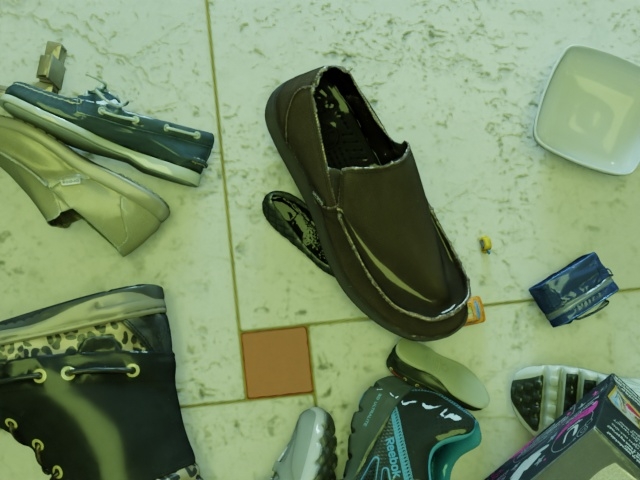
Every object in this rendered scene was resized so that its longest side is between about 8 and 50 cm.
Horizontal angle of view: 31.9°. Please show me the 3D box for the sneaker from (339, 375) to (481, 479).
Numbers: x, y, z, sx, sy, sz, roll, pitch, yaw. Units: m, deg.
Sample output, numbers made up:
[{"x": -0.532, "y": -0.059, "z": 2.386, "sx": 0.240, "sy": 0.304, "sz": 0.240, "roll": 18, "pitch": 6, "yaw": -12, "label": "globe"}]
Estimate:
[{"x": 0.067, "y": 0.324, "z": 1.258, "sx": 0.139, "sy": 0.125, "sz": 0.341, "roll": 16, "pitch": 77, "yaw": 29, "label": "sneaker"}]

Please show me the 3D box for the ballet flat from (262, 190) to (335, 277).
[{"x": 0.000, "y": 0.000, "z": 1.358, "sx": 0.173, "sy": 0.049, "sz": 0.057, "roll": 34, "pitch": 86, "yaw": 2, "label": "ballet flat"}]

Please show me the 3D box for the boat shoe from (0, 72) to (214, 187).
[{"x": -0.251, "y": -0.141, "z": 1.334, "sx": 0.254, "sy": 0.095, "sz": 0.079, "roll": 20, "pitch": 82, "yaw": -9, "label": "boat shoe"}]

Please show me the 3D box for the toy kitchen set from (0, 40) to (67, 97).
[{"x": -0.357, "y": -0.207, "z": 1.363, "sx": 0.075, "sy": 0.068, "sz": 0.083, "roll": 11, "pitch": 84, "yaw": 0, "label": "toy kitchen set"}]

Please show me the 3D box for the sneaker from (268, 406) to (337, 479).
[{"x": -0.066, "y": 0.320, "z": 1.301, "sx": 0.115, "sy": 0.105, "sz": 0.281, "roll": 18, "pitch": 76, "yaw": 19, "label": "sneaker"}]

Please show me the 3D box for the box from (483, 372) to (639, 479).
[{"x": 0.285, "y": 0.301, "z": 1.235, "sx": 0.163, "sy": 0.142, "sz": 0.247, "roll": 44, "pitch": 120, "yaw": 3, "label": "box"}]

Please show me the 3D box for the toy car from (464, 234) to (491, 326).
[{"x": 0.176, "y": 0.050, "z": 1.360, "sx": 0.060, "sy": 0.040, "sz": 0.122, "roll": 5, "pitch": 85, "yaw": 0, "label": "toy car"}]

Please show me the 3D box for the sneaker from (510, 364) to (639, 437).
[{"x": 0.370, "y": 0.209, "z": 1.322, "sx": 0.292, "sy": 0.118, "sz": 0.110, "roll": 12, "pitch": 100, "yaw": 20, "label": "sneaker"}]

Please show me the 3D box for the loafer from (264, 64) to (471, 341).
[{"x": 0.057, "y": -0.048, "z": 1.300, "sx": 0.134, "sy": 0.130, "sz": 0.366, "roll": -31, "pitch": 83, "yaw": -26, "label": "loafer"}]

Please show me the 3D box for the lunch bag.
[{"x": 0.310, "y": 0.061, "z": 1.348, "sx": 0.098, "sy": 0.067, "sz": 0.065, "roll": -30, "pitch": 86, "yaw": -5, "label": "lunch bag"}]

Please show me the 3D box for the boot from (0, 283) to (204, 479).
[{"x": -0.324, "y": 0.232, "z": 1.295, "sx": 0.377, "sy": 0.138, "sz": 0.284, "roll": -19, "pitch": 85, "yaw": -8, "label": "boot"}]

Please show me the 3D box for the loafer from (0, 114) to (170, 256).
[{"x": -0.314, "y": -0.065, "z": 1.334, "sx": 0.268, "sy": 0.102, "sz": 0.092, "roll": 26, "pitch": 79, "yaw": 1, "label": "loafer"}]

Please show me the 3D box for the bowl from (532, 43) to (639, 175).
[{"x": 0.336, "y": -0.156, "z": 1.376, "sx": 0.142, "sy": 0.053, "sz": 0.142, "roll": 22, "pitch": 85, "yaw": 0, "label": "bowl"}]

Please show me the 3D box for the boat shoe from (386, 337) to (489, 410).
[{"x": 0.142, "y": 0.167, "z": 1.350, "sx": 0.133, "sy": 0.042, "sz": 0.049, "roll": 30, "pitch": 43, "yaw": -1, "label": "boat shoe"}]
